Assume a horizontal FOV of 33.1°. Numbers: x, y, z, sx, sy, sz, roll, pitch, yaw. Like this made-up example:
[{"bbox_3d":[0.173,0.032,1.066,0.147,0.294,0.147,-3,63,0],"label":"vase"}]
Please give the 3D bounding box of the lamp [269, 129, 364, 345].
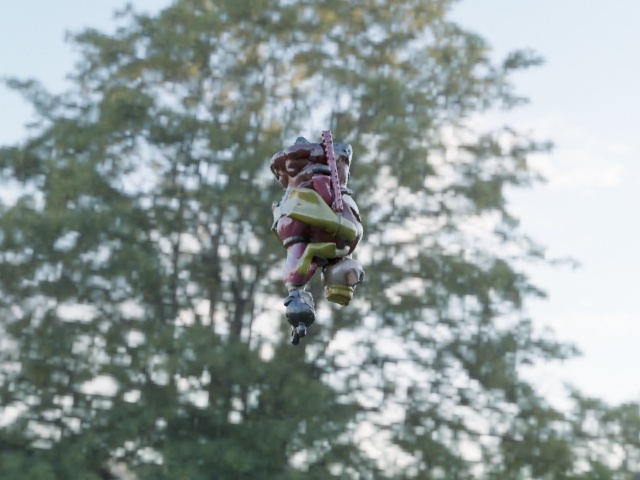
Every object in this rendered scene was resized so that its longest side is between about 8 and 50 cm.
[{"bbox_3d":[0.000,0.000,1.330,0.119,0.253,0.118,-7,-19,-2],"label":"lamp"}]
